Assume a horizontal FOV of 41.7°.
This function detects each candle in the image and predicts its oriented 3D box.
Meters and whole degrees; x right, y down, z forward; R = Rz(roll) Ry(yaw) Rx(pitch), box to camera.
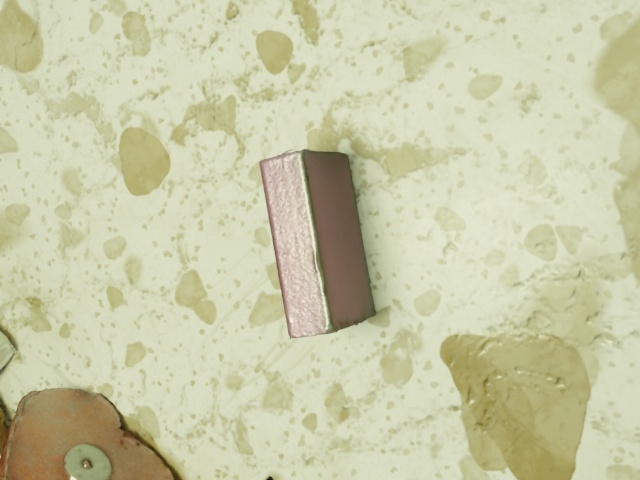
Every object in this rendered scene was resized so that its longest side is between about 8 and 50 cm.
[{"bbox_3d":[-0.420,0.406,1.407,0.317,0.287,0.131,36,113,16],"label":"candle"}]

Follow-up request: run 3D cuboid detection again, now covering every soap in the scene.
[{"bbox_3d":[-0.002,0.000,1.225,0.081,0.181,0.259,-11,90,23],"label":"soap"}]

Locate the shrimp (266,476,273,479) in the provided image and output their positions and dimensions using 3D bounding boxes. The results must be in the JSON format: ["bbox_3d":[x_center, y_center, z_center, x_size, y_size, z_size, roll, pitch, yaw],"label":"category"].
[{"bbox_3d":[-0.079,0.472,1.381,0.091,0.034,0.161,-18,87,26],"label":"shrimp"}]

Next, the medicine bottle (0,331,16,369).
[{"bbox_3d":[-0.699,0.179,1.611,0.219,0.078,0.115,35,66,18],"label":"medicine bottle"}]

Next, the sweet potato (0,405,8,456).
[{"bbox_3d":[-0.646,0.357,1.606,0.385,0.109,0.109,48,112,11],"label":"sweet potato"}]
